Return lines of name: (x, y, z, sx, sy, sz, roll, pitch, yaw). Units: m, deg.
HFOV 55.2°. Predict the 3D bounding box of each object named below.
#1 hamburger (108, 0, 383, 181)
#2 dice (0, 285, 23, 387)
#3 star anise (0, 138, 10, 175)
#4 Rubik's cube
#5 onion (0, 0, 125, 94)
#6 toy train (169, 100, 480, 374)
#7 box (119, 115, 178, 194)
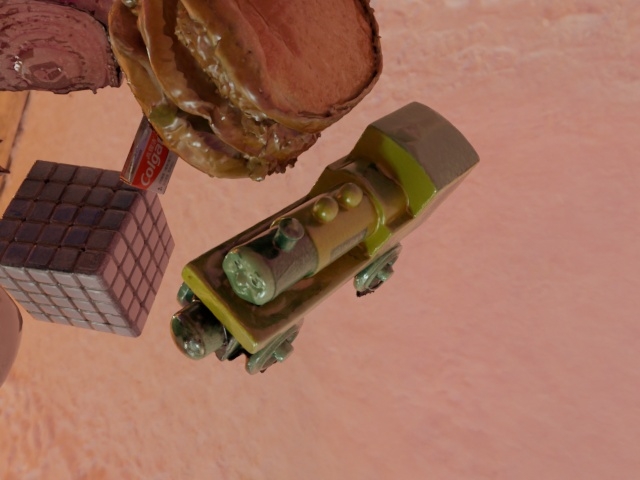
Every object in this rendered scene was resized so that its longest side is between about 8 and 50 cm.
hamburger: (-0.067, -0.178, 0.607, 0.211, 0.261, 0.244, -20, 65, 39)
dice: (-0.578, 0.118, 0.720, 0.304, 0.276, 0.304, 7, 49, 39)
star anise: (-0.832, -0.185, 1.446, 0.063, 0.172, 0.207, -35, 73, 45)
Rubik's cube: (-0.436, 0.020, 1.149, 0.238, 0.238, 0.236, 7, 57, 8)
onion: (-0.398, -0.347, 0.881, 0.256, 0.273, 0.230, -35, 53, 43)
toy train: (0.000, 0.000, 0.680, 0.150, 0.369, 0.237, 45, 137, 11)
box: (-0.206, -0.172, 0.836, 0.040, 0.055, 0.218, 27, 96, 46)
